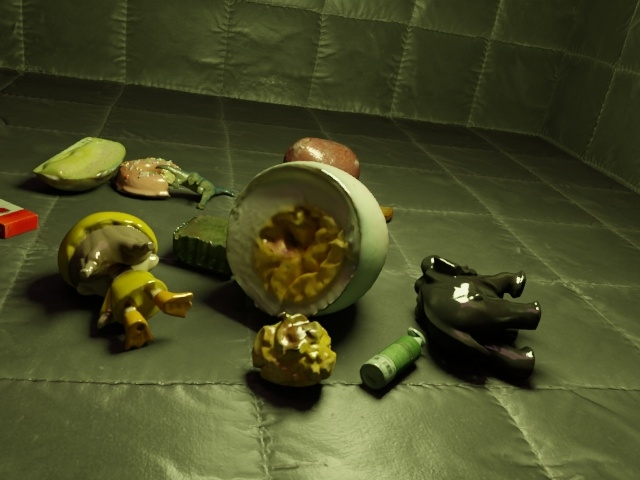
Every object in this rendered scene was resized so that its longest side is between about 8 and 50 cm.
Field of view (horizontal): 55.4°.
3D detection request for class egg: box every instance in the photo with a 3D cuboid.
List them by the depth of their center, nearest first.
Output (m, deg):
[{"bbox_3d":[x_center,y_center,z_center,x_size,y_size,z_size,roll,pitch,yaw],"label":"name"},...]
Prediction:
[{"bbox_3d":[0.000,0.000,1.448,0.355,0.354,0.340,21,8,23],"label":"egg"}]

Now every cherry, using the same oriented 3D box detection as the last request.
[{"bbox_3d":[-0.003,-0.239,2.059,0.261,0.221,0.307,3,-13,24],"label":"cherry"}]

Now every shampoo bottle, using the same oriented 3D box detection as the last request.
[{"bbox_3d":[0.161,0.244,1.285,0.065,0.065,0.204,25,28,30],"label":"shampoo bottle"}]

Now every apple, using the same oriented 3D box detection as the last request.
[{"bbox_3d":[-0.716,-0.218,1.884,0.193,0.120,0.265,15,38,15],"label":"apple"}]

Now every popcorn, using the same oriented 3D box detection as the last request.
[{"bbox_3d":[-0.050,0.215,1.187,0.167,0.152,0.148,7,42,17],"label":"popcorn"}]

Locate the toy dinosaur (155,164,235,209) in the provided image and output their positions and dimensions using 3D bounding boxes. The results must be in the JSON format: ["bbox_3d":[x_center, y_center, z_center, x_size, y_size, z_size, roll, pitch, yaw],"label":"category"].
[{"bbox_3d":[-0.398,-0.193,1.965,0.248,0.075,0.188,33,22,-6],"label":"toy dinosaur"}]

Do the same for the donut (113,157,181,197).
[{"bbox_3d":[-0.563,-0.209,1.978,0.199,0.085,0.233,8,23,-3],"label":"donut"}]

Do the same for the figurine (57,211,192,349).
[{"bbox_3d":[-0.423,0.071,1.317,0.215,0.187,0.344,-24,46,-33],"label":"figurine"}]

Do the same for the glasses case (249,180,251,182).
[{"bbox_3d":[-0.157,-0.156,2.061,0.196,0.050,0.083,26,31,32],"label":"glasses case"}]

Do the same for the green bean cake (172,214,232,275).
[{"bbox_3d":[-0.276,0.012,1.588,0.182,0.094,0.173,14,24,9],"label":"green bean cake"}]

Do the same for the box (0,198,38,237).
[{"bbox_3d":[-0.832,-0.060,1.590,0.152,0.048,0.100,22,29,20],"label":"box"}]

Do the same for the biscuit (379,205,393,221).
[{"bbox_3d":[0.130,-0.096,2.067,0.229,0.031,0.176,11,23,7],"label":"biscuit"}]

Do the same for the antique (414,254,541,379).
[{"bbox_3d":[0.352,0.155,1.414,0.255,0.185,0.322,12,28,0],"label":"antique"}]
